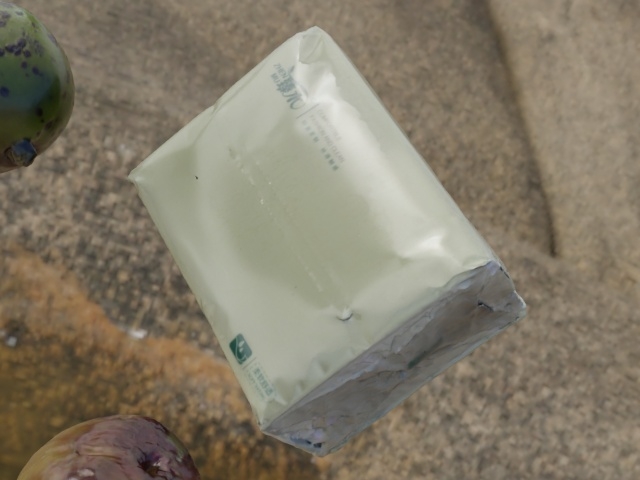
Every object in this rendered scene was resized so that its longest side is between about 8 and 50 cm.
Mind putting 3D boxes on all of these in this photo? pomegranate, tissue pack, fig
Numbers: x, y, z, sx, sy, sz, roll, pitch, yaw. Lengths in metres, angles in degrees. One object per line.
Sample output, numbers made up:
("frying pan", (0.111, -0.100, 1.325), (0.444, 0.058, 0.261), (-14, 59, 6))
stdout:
("pomegranate", (-0.387, -0.173, 1.225), (0.245, 0.198, 0.198), (24, 24, 1))
("tissue pack", (0.000, 0.000, 1.254), (0.380, 0.297, 0.207), (56, 7, 31))
("fig", (-0.200, 0.226, 0.900), (0.143, 0.230, 0.160), (63, 25, -15))
